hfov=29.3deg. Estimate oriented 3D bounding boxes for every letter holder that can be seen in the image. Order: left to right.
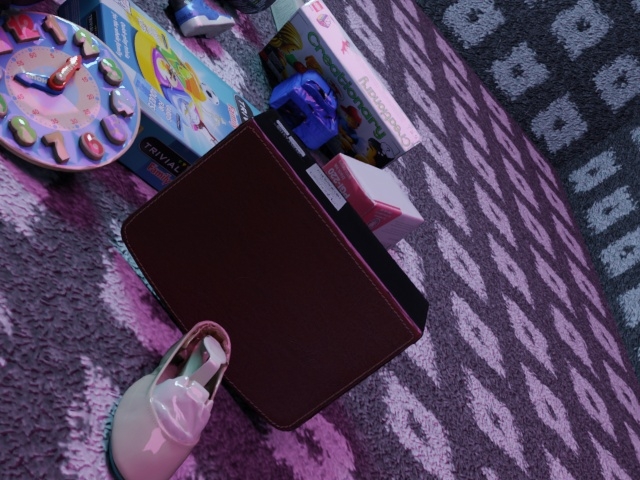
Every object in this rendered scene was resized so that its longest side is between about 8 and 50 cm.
[{"bbox_3d":[-0.053,0.036,1.400,0.302,0.214,0.152,51,12,-3],"label":"letter holder"}]

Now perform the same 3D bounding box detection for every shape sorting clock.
[{"bbox_3d":[-0.290,-0.166,1.333,0.206,0.040,0.206,19,49,-23],"label":"shape sorting clock"}]

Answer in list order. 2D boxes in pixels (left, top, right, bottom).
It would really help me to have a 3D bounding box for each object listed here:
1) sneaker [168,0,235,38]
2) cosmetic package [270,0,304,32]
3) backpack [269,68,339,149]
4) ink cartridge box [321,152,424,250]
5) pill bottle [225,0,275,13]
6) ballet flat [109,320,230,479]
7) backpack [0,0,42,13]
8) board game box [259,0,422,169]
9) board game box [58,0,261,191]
[{"bbox_3d":[-0.195,-0.376,1.989,0.084,0.058,0.152,64,26,2],"label":"sneaker"},{"bbox_3d":[-0.060,-0.448,2.435,0.041,0.060,0.115,40,25,-38],"label":"cosmetic package"},{"bbox_3d":[-0.017,-0.220,2.085,0.120,0.101,0.098,51,25,-18],"label":"backpack"},{"bbox_3d":[0.000,0.000,1.561,0.092,0.218,0.158,56,18,22],"label":"ink cartridge box"},{"bbox_3d":[-0.175,-0.508,2.153,0.246,0.130,0.130,30,30,-51],"label":"pill bottle"},{"bbox_3d":[-0.136,0.149,1.192,0.086,0.086,0.248,50,20,-13],"label":"ballet flat"},{"bbox_3d":[-0.375,-0.394,1.352,0.263,0.213,0.276,28,18,-1],"label":"backpack"},{"bbox_3d":[0.032,-0.256,2.145,0.053,0.193,0.305,-37,91,-29],"label":"board game box"},{"bbox_3d":[-0.189,-0.161,1.604,0.336,0.079,0.254,38,25,-39],"label":"board game box"}]
